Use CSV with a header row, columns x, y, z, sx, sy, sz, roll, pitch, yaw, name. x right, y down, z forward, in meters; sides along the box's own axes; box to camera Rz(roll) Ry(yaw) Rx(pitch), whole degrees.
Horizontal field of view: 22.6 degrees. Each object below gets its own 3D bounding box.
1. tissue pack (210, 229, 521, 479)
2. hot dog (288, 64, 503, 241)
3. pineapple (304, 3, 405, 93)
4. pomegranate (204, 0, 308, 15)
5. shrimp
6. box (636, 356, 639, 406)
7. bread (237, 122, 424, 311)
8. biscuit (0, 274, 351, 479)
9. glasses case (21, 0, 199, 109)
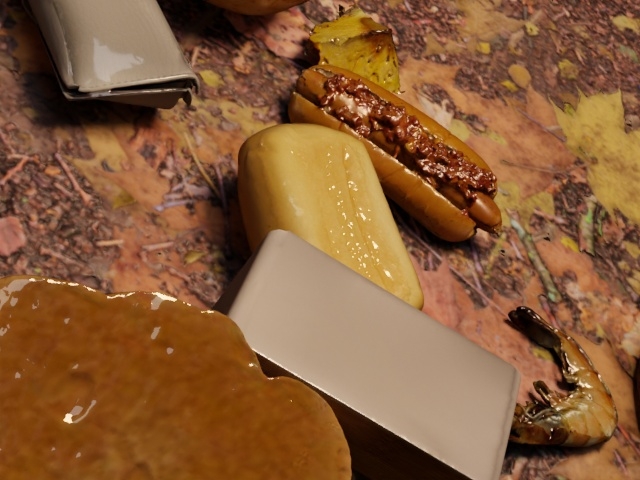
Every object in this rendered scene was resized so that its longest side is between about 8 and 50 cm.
x,y,z,sx,sy,sz,roll,pitch,yaw,name
0.015,0.131,1.281,0.246,0.159,0.136,31,44,-7,tissue pack
0.082,-0.089,1.548,0.249,0.076,0.102,38,52,-1,hot dog
0.037,-0.207,1.624,0.114,0.077,0.114,17,35,-26,pineapple
-0.075,-0.338,1.547,0.248,0.248,0.248,17,49,-20,pomegranate
0.191,0.124,1.479,0.195,0.035,0.148,5,56,-38,shrimp
0.448,0.128,1.507,0.301,0.216,0.301,18,47,-21,box
0.000,0.000,1.415,0.147,0.098,0.217,3,57,-32,bread
-0.146,0.167,1.090,0.375,0.051,0.269,12,78,-29,biscuit
-0.226,-0.236,1.472,0.128,0.083,0.308,-12,63,-31,glasses case
